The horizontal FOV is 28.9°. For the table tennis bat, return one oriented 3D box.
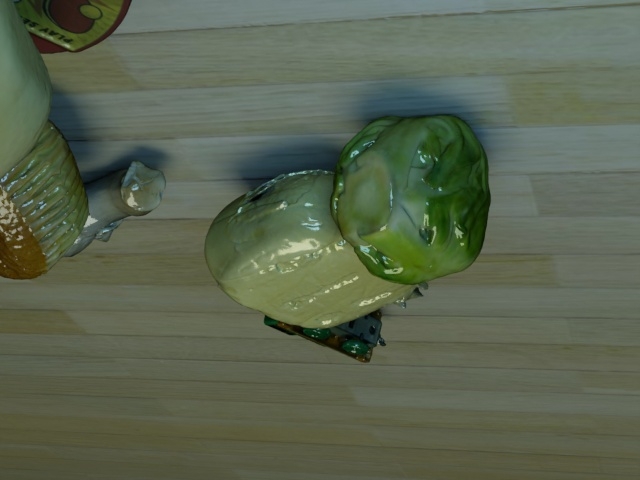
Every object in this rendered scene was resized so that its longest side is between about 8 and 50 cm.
[{"bbox_3d":[-0.352,-0.272,1.338,0.268,0.051,0.414,22,149,-19],"label":"table tennis bat"}]

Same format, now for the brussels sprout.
[{"bbox_3d":[0.110,-0.048,1.469,0.223,0.223,0.161,30,163,-36],"label":"brussels sprout"}]

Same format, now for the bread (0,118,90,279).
[{"bbox_3d":[-0.417,-0.072,1.583,0.227,0.142,0.253,20,148,27],"label":"bread"}]

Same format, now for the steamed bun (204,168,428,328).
[{"bbox_3d":[0.000,0.000,1.648,0.273,0.166,0.232,23,139,-37],"label":"steamed bun"}]

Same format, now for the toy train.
[{"bbox_3d":[0.005,0.124,1.975,0.227,0.091,0.136,26,159,-34],"label":"toy train"}]

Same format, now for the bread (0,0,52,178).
[{"bbox_3d":[-0.446,-0.191,1.195,0.348,0.253,0.376,21,153,18],"label":"bread"}]

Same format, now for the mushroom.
[{"bbox_3d":[-0.310,-0.046,1.723,0.278,0.099,0.096,-21,-175,39],"label":"mushroom"}]
